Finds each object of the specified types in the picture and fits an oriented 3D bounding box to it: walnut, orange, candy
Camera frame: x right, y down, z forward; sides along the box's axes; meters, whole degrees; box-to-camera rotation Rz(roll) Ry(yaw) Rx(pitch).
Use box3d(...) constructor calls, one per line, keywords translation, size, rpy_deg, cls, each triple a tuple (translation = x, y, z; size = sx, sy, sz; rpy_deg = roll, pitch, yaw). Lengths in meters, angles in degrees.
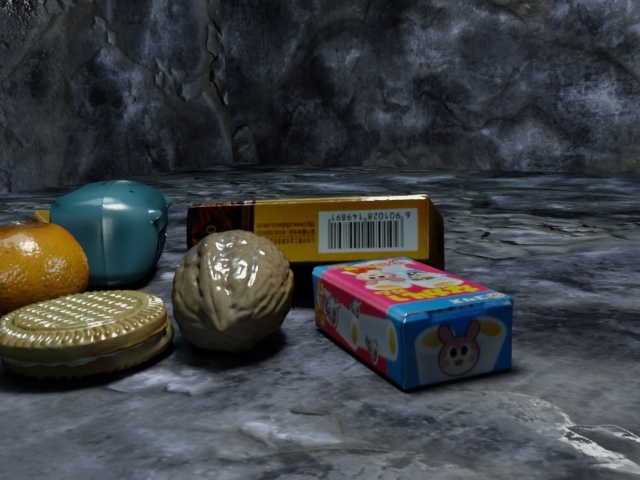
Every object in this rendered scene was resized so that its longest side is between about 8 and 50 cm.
box3d(translation=(-0.125, 0.075, 1.148), size=(0.178, 0.178, 0.230), rpy_deg=(-3, 22, 2), cls="walnut")
box3d(translation=(-0.505, 0.051, 1.361), size=(0.224, 0.170, 0.224), rpy_deg=(-1, 10, 0), cls="orange")
box3d(translation=(0.113, 0.100, 1.095), size=(0.157, 0.100, 0.306), rpy_deg=(-6, 10, -21), cls="candy")

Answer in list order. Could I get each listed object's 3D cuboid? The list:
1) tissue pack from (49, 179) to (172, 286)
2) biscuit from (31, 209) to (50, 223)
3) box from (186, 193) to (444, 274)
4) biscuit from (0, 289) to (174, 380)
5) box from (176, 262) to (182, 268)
box3d(translation=(-0.406, -0.017, 1.611), size=(0.206, 0.198, 0.287), rpy_deg=(0, 9, -3), cls="tissue pack")
box3d(translation=(-0.544, 0.006, 1.809), size=(0.212, 0.041, 0.238), rpy_deg=(21, 21, -22), cls="biscuit")
box3d(translation=(0.000, -0.001, 1.424), size=(0.416, 0.115, 0.264), rpy_deg=(-2, -6, 14), cls="box")
box3d(translation=(-0.328, 0.129, 1.132), size=(0.259, 0.079, 0.259), rpy_deg=(-5, 11, 1), cls="biscuit")
box3d(translation=(-0.210, 0.051, 1.585), size=(0.041, 0.049, 0.207), rpy_deg=(0, 11, 23), cls="box")
